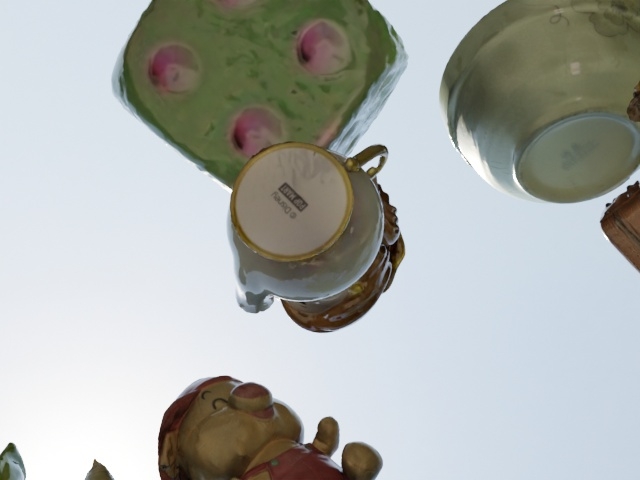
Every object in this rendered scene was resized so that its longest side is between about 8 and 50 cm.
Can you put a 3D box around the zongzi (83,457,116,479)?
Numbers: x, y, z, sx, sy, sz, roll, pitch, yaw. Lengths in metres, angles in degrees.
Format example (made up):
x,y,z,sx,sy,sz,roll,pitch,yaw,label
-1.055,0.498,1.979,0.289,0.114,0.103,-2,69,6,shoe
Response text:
x,y,z,sx,sy,sz,roll,pitch,yaw,label
-0.173,0.319,0.615,0.274,0.145,0.300,-38,-129,-16,zongzi

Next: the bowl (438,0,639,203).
x,y,z,sx,sy,sz,roll,pitch,yaw,label
0.313,-0.160,1.249,0.307,0.307,0.163,-3,-129,-6,bowl

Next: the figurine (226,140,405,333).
x,y,z,sx,sy,sz,roll,pitch,yaw,label
0.000,0.000,0.901,0.189,0.263,0.142,-38,-108,-1,figurine

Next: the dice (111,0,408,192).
x,y,z,sx,sy,sz,roll,pitch,yaw,label
-0.082,-0.237,1.416,0.330,0.318,0.322,37,-87,-1,dice

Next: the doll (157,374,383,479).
x,y,z,sx,sy,sz,roll,pitch,yaw,label
-0.072,0.239,1.089,0.256,0.196,0.152,30,-86,35,doll

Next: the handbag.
x,y,z,sx,sy,sz,roll,pitch,yaw,label
0.400,0.005,1.156,0.151,0.072,0.193,47,-164,4,handbag

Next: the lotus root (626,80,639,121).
x,y,z,sx,sy,sz,roll,pitch,yaw,label
0.479,-0.114,1.020,0.303,0.146,0.131,13,-164,-8,lotus root

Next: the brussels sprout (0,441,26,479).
x,y,z,sx,sy,sz,roll,pitch,yaw,label
-0.454,0.287,1.092,0.227,0.294,0.259,-18,-175,-35,brussels sprout
